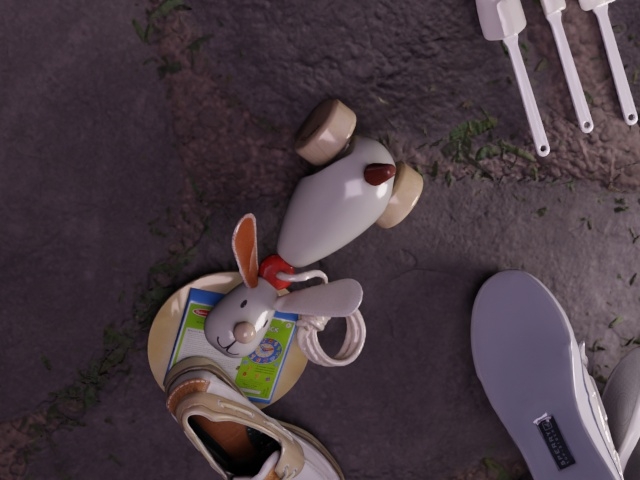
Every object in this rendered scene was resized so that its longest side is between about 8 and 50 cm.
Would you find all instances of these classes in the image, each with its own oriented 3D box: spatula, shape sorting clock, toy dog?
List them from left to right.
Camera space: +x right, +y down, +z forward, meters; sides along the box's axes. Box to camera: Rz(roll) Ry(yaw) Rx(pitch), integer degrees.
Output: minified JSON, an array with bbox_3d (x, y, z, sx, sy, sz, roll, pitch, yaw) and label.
[{"bbox_3d":[-0.115,0.131,1.683,0.206,0.040,0.206,-4,118,-7],"label":"shape sorting clock"},{"bbox_3d":[0.000,0.000,1.570,0.220,0.161,0.333,16,93,-16],"label":"toy dog"},{"bbox_3d":[0.293,-0.232,1.632,0.168,0.019,0.242,-21,109,-5],"label":"spatula"}]

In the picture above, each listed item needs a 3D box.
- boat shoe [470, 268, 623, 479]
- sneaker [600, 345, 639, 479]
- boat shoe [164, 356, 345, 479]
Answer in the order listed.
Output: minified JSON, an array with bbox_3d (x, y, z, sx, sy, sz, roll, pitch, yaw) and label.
[{"bbox_3d":[0.305,0.213,1.703,0.136,0.156,0.367,-27,77,13],"label":"boat shoe"},{"bbox_3d":[0.445,0.272,1.756,0.147,0.104,0.295,3,112,-9],"label":"sneaker"},{"bbox_3d":[-0.081,0.275,1.681,0.113,0.103,0.302,-43,116,14],"label":"boat shoe"}]
